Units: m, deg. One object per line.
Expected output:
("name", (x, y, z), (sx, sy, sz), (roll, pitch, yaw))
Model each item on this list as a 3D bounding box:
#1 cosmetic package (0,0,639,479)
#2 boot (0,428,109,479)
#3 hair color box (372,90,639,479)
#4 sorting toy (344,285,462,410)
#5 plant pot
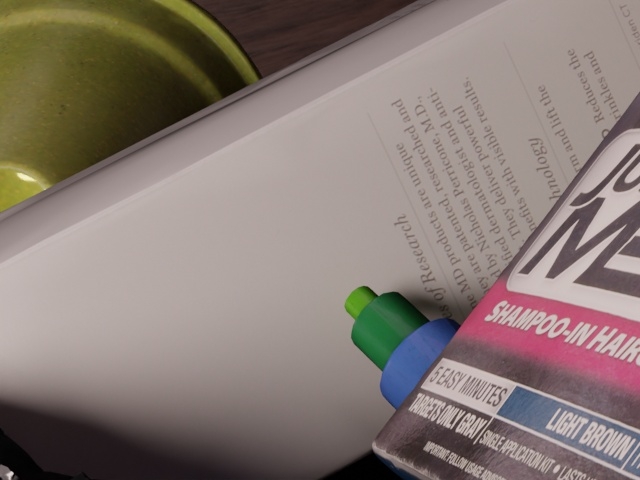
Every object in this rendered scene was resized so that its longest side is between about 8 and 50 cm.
("cosmetic package", (0.000, 0.000, 0.836), (0.385, 0.156, 0.217), (-29, 11, -13))
("boot", (-0.145, 0.163, 0.422), (0.367, 0.146, 0.445), (-33, 21, -28))
("hair color box", (0.179, -0.034, 0.502), (0.347, 0.105, 0.174), (-52, 17, -8))
("sorting toy", (0.153, -0.048, 0.728), (0.365, 0.127, 0.126), (-40, 56, -10))
("plant pot", (-0.173, -0.007, 1.111), (0.276, 0.276, 0.254), (-17, 22, 13))
